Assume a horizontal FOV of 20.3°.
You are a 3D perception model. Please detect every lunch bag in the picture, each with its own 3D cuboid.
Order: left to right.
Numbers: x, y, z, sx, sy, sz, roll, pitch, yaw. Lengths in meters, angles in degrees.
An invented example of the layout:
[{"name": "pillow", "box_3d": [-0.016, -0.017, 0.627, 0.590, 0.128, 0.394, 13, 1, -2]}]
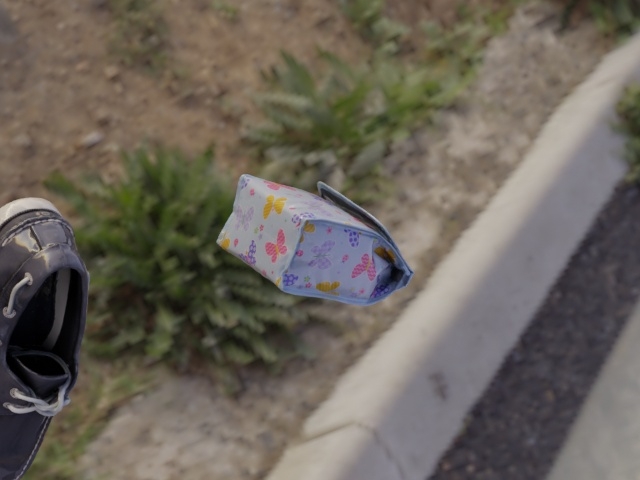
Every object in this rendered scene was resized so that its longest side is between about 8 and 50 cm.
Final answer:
[{"name": "lunch bag", "box_3d": [0.000, 0.000, 0.950, 0.083, 0.071, 0.053, 15, 102, -37]}]

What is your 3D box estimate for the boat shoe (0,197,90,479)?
[{"name": "boat shoe", "box_3d": [-0.180, 0.077, 1.066, 0.075, 0.206, 0.065, -8, 36, -36]}]
